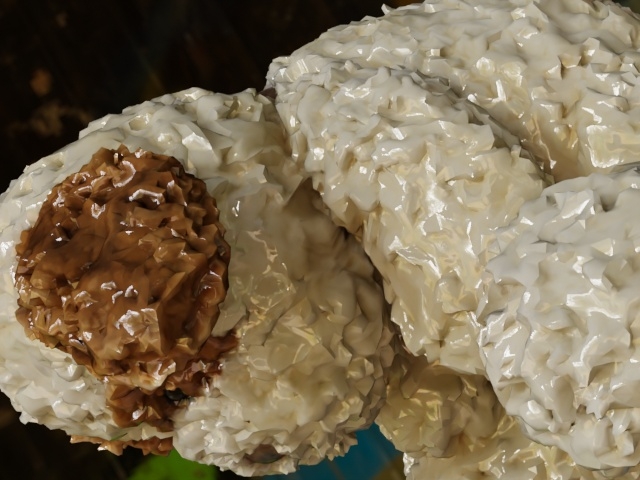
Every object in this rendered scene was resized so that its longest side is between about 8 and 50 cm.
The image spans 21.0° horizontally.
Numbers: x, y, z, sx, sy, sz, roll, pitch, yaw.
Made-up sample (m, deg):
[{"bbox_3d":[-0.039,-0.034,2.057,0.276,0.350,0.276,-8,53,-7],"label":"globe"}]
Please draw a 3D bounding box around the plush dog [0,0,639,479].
[{"bbox_3d":[0.000,0.000,0.547,0.225,0.211,0.262,-12,-16,-9],"label":"plush dog"}]
